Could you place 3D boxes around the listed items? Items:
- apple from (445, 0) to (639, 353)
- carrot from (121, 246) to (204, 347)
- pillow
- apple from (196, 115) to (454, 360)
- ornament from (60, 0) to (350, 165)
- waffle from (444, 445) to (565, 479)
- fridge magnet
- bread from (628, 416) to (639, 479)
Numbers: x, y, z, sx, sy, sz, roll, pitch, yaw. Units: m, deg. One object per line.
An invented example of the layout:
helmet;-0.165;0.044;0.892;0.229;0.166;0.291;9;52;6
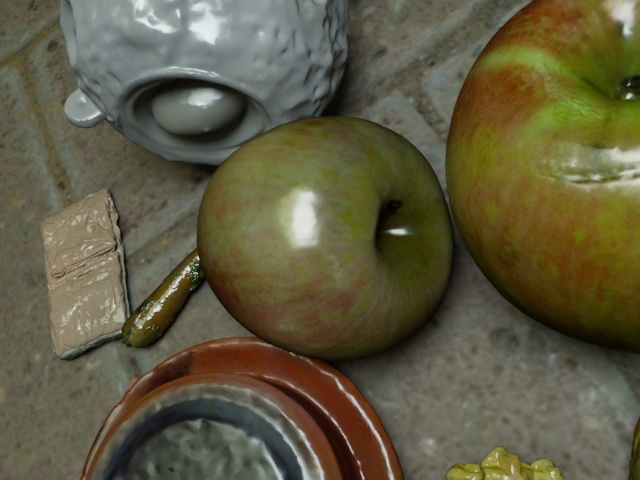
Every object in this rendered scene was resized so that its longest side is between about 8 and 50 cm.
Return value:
apple;0.284;-0.064;0.562;0.339;0.339;0.339;-7;68;18
carrot;-0.166;0.039;0.843;0.049;0.049;0.254;36;82;28
pillow;-0.328;0.041;0.904;0.126;0.043;0.232;-22;61;6
apple;0.000;0.000;0.681;0.234;0.257;0.257;-13;63;44
ornament;-0.131;-0.262;0.779;0.337;0.337;0.337;-7;68;18
waffle;0.150;0.321;0.560;0.253;0.056;0.249;-29;85;-6
fridge magnet;-0.093;0.277;0.655;0.363;0.155;0.363;-5;71;14
bread;0.382;0.217;0.507;0.270;0.148;0.270;-6;66;14
